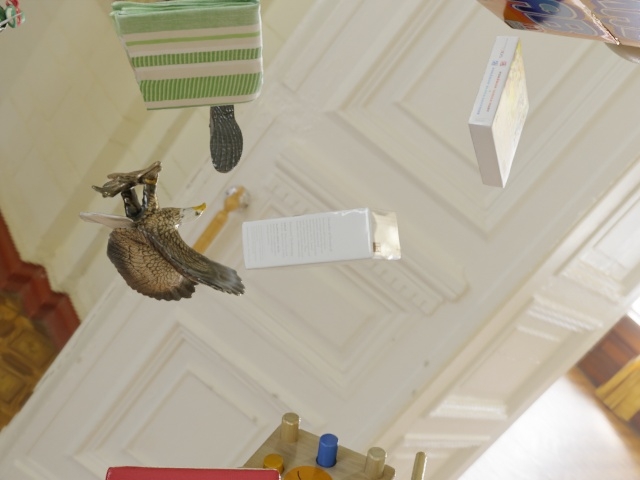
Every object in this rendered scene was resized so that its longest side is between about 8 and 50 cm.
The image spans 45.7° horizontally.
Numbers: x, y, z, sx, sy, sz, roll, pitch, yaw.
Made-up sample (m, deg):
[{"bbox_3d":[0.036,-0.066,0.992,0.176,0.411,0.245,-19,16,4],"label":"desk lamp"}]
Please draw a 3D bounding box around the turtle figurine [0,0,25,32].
[{"bbox_3d":[-0.619,-0.412,1.355,0.234,0.118,0.175,-6,72,-25],"label":"turtle figurine"}]

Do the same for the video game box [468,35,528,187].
[{"bbox_3d":[0.320,-0.225,1.346,0.048,0.187,0.205,14,-21,26],"label":"video game box"}]

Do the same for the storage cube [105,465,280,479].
[{"bbox_3d":[-0.147,0.364,0.840,0.214,0.184,0.193,4,63,-6],"label":"storage cube"}]

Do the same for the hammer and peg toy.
[{"bbox_3d":[0.029,0.464,1.365,0.361,0.127,0.266,17,27,21],"label":"hammer and peg toy"}]

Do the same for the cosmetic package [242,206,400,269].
[{"bbox_3d":[0.000,0.000,1.221,0.117,0.231,0.086,4,79,-64],"label":"cosmetic package"}]

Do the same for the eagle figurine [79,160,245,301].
[{"bbox_3d":[-0.295,0.003,1.435,0.226,0.225,0.298,-111,-179,-76],"label":"eagle figurine"}]

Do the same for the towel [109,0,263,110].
[{"bbox_3d":[-0.228,-0.333,1.383,0.325,0.247,0.038,97,-11,-71],"label":"towel"}]

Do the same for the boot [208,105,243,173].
[{"bbox_3d":[-0.249,-0.252,1.966,0.083,0.161,0.247,-2,64,-10],"label":"boot"}]

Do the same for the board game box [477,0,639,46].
[{"bbox_3d":[0.395,-0.464,0.960,0.356,0.356,0.356,19,9,32],"label":"board game box"}]

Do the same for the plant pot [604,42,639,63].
[{"bbox_3d":[0.753,-0.558,1.782,0.190,0.284,0.284,-8,46,-39],"label":"plant pot"}]
